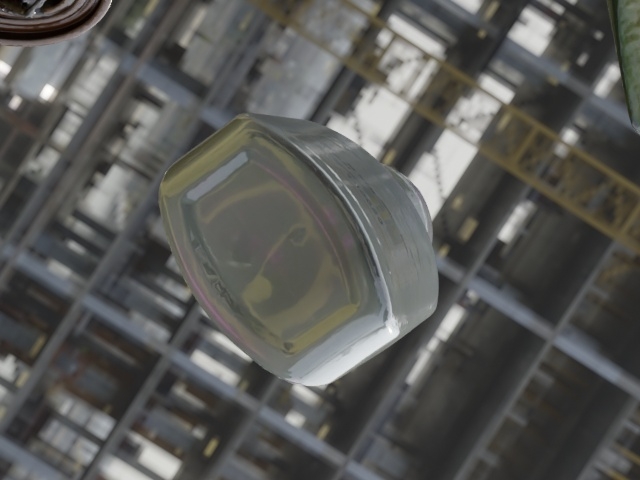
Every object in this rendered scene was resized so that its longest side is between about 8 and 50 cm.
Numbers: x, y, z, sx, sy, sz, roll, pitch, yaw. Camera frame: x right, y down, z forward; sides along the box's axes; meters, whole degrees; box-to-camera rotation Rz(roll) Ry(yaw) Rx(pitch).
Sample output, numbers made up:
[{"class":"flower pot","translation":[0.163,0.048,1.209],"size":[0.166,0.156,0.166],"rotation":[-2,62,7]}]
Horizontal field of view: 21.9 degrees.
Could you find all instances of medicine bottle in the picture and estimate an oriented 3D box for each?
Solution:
[{"class":"medicine bottle","translation":[0.000,0.000,1.054],"size":[0.111,0.161,0.296],"rotation":[-35,177,12]}]

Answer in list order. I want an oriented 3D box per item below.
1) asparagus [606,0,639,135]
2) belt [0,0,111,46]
[{"class":"asparagus","translation":[0.124,-0.126,0.644],"size":[0.045,0.178,0.041],"rotation":[-4,-167,43]},{"class":"belt","translation":[-0.269,-0.251,1.249],"size":[0.184,0.261,0.105],"rotation":[-36,-134,38]}]
